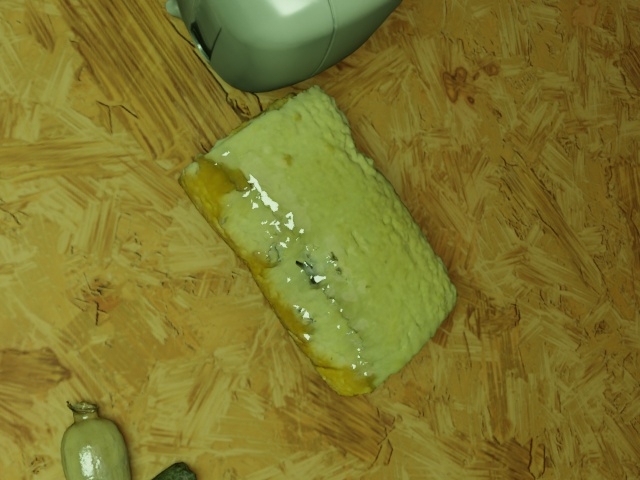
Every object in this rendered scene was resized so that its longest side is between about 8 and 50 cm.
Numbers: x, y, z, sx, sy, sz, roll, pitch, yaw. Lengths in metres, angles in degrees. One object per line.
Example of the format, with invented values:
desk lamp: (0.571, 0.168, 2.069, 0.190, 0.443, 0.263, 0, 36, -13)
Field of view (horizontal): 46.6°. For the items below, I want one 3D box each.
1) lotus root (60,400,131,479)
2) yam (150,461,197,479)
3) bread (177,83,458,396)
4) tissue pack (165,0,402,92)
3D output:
lotus root: (-0.256, 0.253, 0.849, 0.073, 0.062, 0.150, -11, 83, -30)
yam: (-0.192, 0.305, 0.889, 0.094, 0.043, 0.043, -35, 98, -29)
bread: (0.000, 0.000, 0.992, 0.236, 0.165, 0.375, -39, 100, -35)
tissue pack: (-0.057, -0.313, 0.926, 0.236, 0.333, 0.229, -28, 96, -12)
